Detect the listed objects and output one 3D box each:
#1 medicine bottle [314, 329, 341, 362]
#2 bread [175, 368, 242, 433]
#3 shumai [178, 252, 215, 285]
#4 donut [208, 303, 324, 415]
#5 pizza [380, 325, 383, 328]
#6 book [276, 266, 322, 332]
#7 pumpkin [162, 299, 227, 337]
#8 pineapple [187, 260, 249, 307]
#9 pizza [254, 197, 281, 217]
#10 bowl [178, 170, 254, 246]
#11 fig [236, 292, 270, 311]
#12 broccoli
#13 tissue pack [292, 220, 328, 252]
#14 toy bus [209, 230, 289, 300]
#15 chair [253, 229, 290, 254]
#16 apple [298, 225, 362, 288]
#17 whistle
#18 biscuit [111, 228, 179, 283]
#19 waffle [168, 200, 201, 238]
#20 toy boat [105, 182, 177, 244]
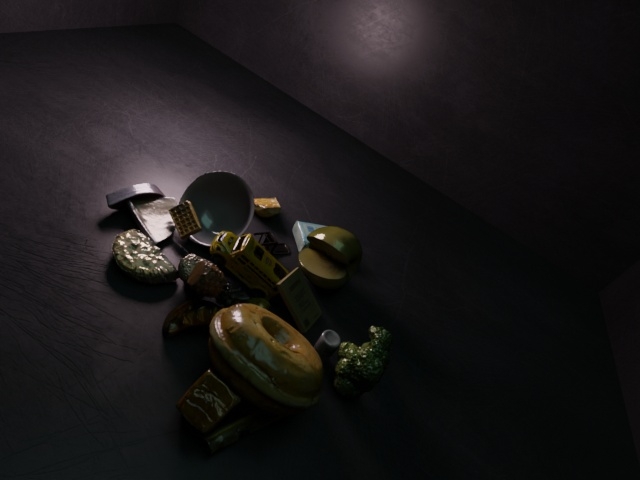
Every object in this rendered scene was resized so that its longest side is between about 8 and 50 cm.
[{"bbox_3d":[0.019,0.413,1.652,0.080,0.130,0.080,18,37,-14],"label":"medicine bottle"},{"bbox_3d":[-0.332,0.482,1.281,0.149,0.158,0.143,39,74,11],"label":"bread"},{"bbox_3d":[-0.491,0.128,1.659,0.145,0.116,0.146,14,57,-22],"label":"shumai"},{"bbox_3d":[-0.175,0.381,1.410,0.448,0.198,0.449,37,7,-6],"label":"donut"},{"bbox_3d":[0.280,0.436,1.893,0.108,0.026,0.123,40,37,10],"label":"pizza"},{"bbox_3d":[-0.085,0.245,1.769,0.161,0.026,0.231,-39,106,-53],"label":"book"},{"bbox_3d":[-0.437,0.248,1.539,0.253,0.131,0.149,-3,47,-35],"label":"pumpkin"},{"bbox_3d":[-0.374,0.181,1.596,0.248,0.128,0.128,44,24,-37],"label":"pineapple"},{"bbox_3d":[-0.304,-0.164,2.175,0.203,0.081,0.188,-2,23,-23],"label":"pizza"},{"bbox_3d":[-0.441,-0.122,1.908,0.345,0.345,0.157,40,-6,14],"label":"bowl"},{"bbox_3d":[-0.275,0.266,1.700,0.166,0.094,0.093,3,22,33],"label":"fig"},{"bbox_3d":[0.160,0.428,1.626,0.186,0.254,0.302,28,36,-2],"label":"broccoli"},{"bbox_3d":[0.000,0.000,2.170,0.263,0.089,0.177,10,42,-29],"label":"tissue pack"},{"bbox_3d":[-0.285,0.088,1.744,0.331,0.151,0.145,46,32,-23],"label":"toy bus"},{"bbox_3d":[-0.217,0.014,1.991,0.212,0.102,0.084,-8,50,-39],"label":"chair"},{"bbox_3d":[0.043,0.075,1.945,0.254,0.292,0.291,28,32,30],"label":"apple"},{"bbox_3d":[-0.222,0.577,1.355,0.326,0.057,0.068,-11,53,-43],"label":"whistle"},{"bbox_3d":[-0.678,0.071,1.621,0.281,0.084,0.179,38,36,10],"label":"biscuit"},{"bbox_3d":[-0.573,-0.088,1.811,0.102,0.042,0.148,-27,75,-1],"label":"waffle"},{"bbox_3d":[-0.726,-0.125,1.823,0.293,0.111,0.276,45,35,-2],"label":"toy boat"}]
